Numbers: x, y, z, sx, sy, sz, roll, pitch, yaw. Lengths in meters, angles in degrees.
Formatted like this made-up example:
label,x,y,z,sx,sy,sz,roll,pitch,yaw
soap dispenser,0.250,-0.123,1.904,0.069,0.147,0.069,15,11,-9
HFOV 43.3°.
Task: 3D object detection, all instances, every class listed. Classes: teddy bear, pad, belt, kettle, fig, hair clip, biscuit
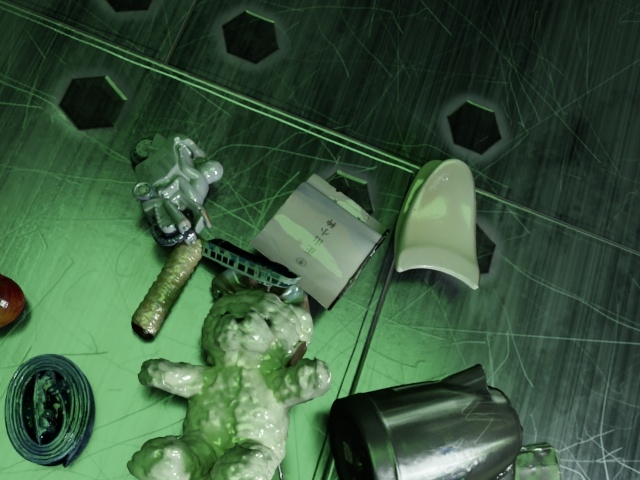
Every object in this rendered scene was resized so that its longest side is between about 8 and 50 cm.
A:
label,x,y,z,sx,sy,sz,roll,pitch,yaw
teddy bear,-0.142,0.203,1.357,0.327,0.375,0.362,6,86,12
pad,0.353,0.479,1.519,0.233,0.022,0.174,-1,73,-11
belt,-0.462,0.293,1.379,0.141,0.082,0.190,-2,72,-7
kettle,0.211,0.395,1.425,0.324,0.228,0.320,-10,93,-17
fig,-0.582,0.120,1.416,0.119,0.153,0.119,11,29,-6
hair clip,0.240,-0.046,1.625,0.173,0.113,0.282,12,76,-7
biscuit,-0.283,0.080,1.499,0.061,0.055,0.219,26,69,9

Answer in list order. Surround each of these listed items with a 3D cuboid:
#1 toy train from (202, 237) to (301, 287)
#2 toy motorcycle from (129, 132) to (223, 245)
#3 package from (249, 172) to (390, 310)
label,x,y,z,sx,sy,sz,roll,pitch,yaw
toy train,-0.126,0.044,1.471,0.207,0.043,0.047,21,108,31
toy motorcycle,-0.266,-0.112,1.525,0.171,0.110,0.260,-20,58,-3
package,0.000,0.000,1.565,0.204,0.062,0.251,38,51,3
